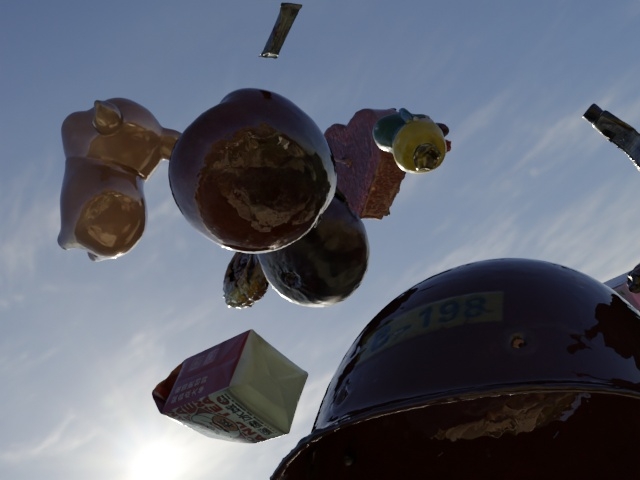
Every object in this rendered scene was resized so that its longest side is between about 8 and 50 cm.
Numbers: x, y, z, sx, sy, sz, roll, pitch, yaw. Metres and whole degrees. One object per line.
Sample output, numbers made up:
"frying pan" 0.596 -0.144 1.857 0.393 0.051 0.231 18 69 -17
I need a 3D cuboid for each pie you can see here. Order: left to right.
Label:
"pie" -0.148 0.037 2.035 0.085 0.308 0.308 29 -54 -14

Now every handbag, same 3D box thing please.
"handbag" -0.186 0.308 1.642 0.298 0.151 0.171 -29 -60 38

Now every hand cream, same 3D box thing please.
"hand cream" 0.574 -0.199 1.637 0.039 0.163 0.062 -37 -15 -29

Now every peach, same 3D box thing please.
"peach" -0.094 -0.101 1.272 0.252 0.252 0.252 -28 -24 -14

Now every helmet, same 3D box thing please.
"helmet" 0.147 0.146 0.753 0.385 0.230 0.337 -24 -52 29

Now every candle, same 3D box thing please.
"candle" 0.104 -0.193 2.241 0.131 0.287 0.317 -2 -5 -31

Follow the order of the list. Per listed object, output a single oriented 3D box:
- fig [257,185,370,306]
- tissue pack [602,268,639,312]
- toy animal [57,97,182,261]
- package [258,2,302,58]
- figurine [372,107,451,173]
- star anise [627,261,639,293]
"fig" -0.007 0.014 1.618 0.214 0.235 0.235 -19 -26 -50
"tissue pack" 0.546 0.159 1.626 0.092 0.148 0.246 -29 -6 -36
"toy animal" -0.412 -0.127 1.668 0.269 0.326 0.237 -39 -41 25
"package" -0.064 -0.328 1.341 0.037 0.015 0.110 -2 -39 -31
"figurine" 0.222 -0.201 1.797 0.185 0.234 0.127 10 -82 -24
"star anise" 0.329 -0.026 0.689 0.177 0.073 0.234 -18 -47 -9
